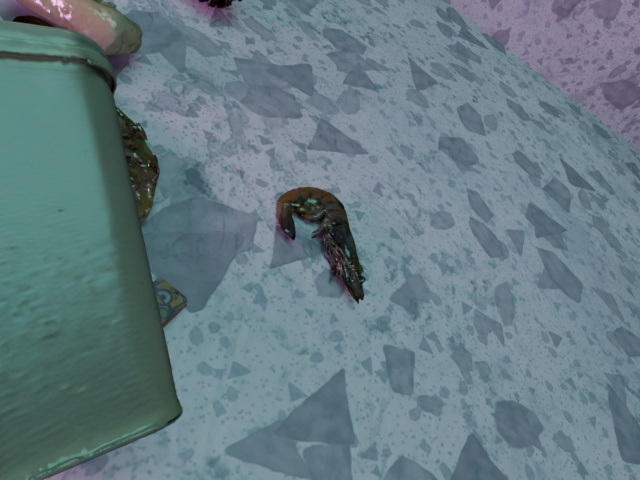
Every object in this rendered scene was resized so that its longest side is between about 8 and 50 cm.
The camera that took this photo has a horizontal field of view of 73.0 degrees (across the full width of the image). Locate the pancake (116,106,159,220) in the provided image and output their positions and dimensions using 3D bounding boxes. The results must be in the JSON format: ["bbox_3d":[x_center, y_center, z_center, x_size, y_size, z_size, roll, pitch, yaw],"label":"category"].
[{"bbox_3d":[-0.458,-0.136,0.707,0.383,0.071,0.381,18,51,-24],"label":"pancake"}]

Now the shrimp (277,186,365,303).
[{"bbox_3d":[0.000,0.000,0.906,0.169,0.058,0.295,-2,56,-24],"label":"shrimp"}]

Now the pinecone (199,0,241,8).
[{"bbox_3d":[-0.288,-0.770,1.159,0.247,0.246,0.291,-17,79,-38],"label":"pinecone"}]

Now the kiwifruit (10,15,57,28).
[{"bbox_3d":[-0.533,-0.383,0.838,0.125,0.075,0.075,28,48,-5],"label":"kiwifruit"}]

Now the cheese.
[{"bbox_3d":[-0.498,-0.474,0.874,0.263,0.093,0.159,31,15,-11],"label":"cheese"}]

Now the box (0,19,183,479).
[{"bbox_3d":[-0.296,0.032,0.448,0.178,0.352,0.343,-13,83,-37],"label":"box"}]

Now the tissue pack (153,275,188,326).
[{"bbox_3d":[-0.259,0.106,0.679,0.063,0.035,0.083,39,46,-1],"label":"tissue pack"}]
